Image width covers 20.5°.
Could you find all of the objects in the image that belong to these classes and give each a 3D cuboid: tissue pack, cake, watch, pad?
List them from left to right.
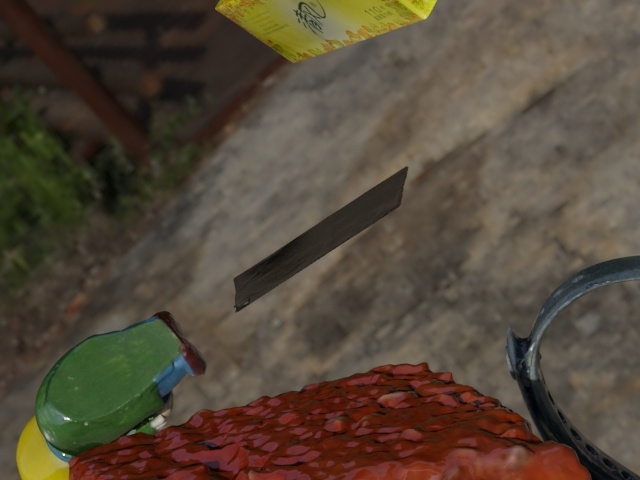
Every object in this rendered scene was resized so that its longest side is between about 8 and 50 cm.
[{"bbox_3d":[0.000,0.000,1.635,0.193,0.004,0.116,-32,-14,-11],"label":"pad"},{"bbox_3d":[0.018,0.267,1.083,0.269,0.319,0.270,-14,10,-15],"label":"cake"},{"bbox_3d":[0.016,-0.159,0.944,0.095,0.062,0.176,-62,20,-13],"label":"tissue pack"},{"bbox_3d":[0.245,0.112,1.280,0.193,0.206,0.068,-16,13,13],"label":"watch"}]

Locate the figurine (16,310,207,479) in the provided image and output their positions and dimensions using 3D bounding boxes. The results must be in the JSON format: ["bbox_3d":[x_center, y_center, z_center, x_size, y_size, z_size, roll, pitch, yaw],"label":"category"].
[{"bbox_3d":[-0.205,0.173,1.715,0.185,0.127,0.234,-39,-23,-27],"label":"figurine"}]
